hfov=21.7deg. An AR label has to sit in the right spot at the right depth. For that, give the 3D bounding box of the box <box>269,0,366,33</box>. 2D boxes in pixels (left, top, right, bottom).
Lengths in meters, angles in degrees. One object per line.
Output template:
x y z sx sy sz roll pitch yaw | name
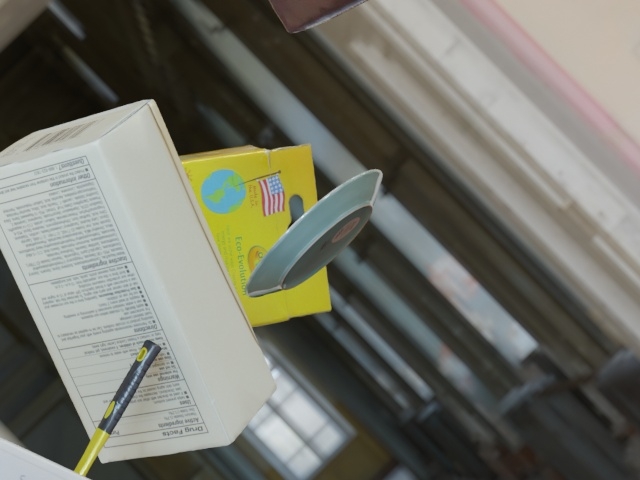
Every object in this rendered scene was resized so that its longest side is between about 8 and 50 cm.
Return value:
0.022 -0.265 0.979 0.167 0.203 0.168 -19 21 50 | box

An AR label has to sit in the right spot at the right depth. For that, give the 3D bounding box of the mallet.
-0.186 0.175 1.446 0.039 0.062 0.190 38 -96 -44 | mallet

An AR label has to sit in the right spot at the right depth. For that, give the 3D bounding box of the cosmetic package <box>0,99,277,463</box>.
-0.180 0.042 1.553 0.160 0.309 0.113 -11 20 30 | cosmetic package

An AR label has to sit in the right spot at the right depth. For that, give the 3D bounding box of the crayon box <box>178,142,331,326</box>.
-0.158 0.008 1.864 0.318 0.202 0.081 -9 9 -16 | crayon box

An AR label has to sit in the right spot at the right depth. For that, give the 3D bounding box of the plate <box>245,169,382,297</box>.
0.000 0.000 1.711 0.188 0.024 0.188 -40 -13 -12 | plate

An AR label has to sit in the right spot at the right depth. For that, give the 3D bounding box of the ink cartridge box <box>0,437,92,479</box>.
-0.327 0.158 1.268 0.307 0.303 0.072 -5 60 57 | ink cartridge box
